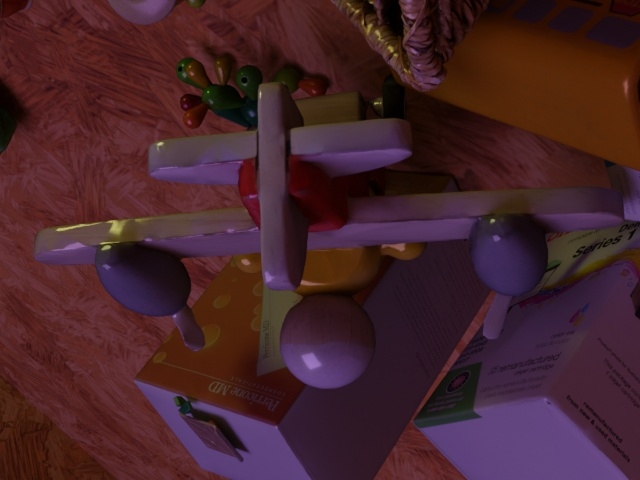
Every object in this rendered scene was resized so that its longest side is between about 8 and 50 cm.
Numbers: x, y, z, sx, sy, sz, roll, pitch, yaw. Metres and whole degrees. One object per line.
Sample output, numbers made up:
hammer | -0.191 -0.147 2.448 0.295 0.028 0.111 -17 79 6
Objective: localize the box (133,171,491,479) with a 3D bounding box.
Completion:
box | 0.005 0.095 1.154 0.215 0.345 0.168 9 141 40

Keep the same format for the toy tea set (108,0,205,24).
toy tea set | -0.167 -0.330 1.010 0.336 0.124 0.200 38 122 5

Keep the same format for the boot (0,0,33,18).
boot | -0.389 -0.343 1.254 0.059 0.084 0.158 2 109 34

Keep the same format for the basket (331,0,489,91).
basket | 0.019 -0.290 0.705 0.213 0.223 0.299 19 147 30

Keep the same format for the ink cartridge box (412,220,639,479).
ink cartridge box | 0.241 0.089 0.955 0.117 0.278 0.201 46 151 -9

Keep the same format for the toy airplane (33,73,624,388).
toy airplane | 0.000 0.000 0.900 0.386 0.384 0.273 6 103 53

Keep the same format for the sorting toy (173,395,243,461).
sorting toy | -0.112 0.183 1.038 0.062 0.012 0.083 13 145 45

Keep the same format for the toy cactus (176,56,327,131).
toy cactus | -0.067 -0.126 1.185 0.218 0.112 0.180 18 157 14

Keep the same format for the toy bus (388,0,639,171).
toy bus | 0.194 -0.146 0.782 0.332 0.130 0.108 30 155 46

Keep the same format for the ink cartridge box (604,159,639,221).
ink cartridge box | 0.339 -0.073 0.813 0.231 0.078 0.134 10 142 39

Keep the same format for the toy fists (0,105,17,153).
toy fists | -0.572 -0.197 1.639 0.279 0.096 0.142 13 133 40
